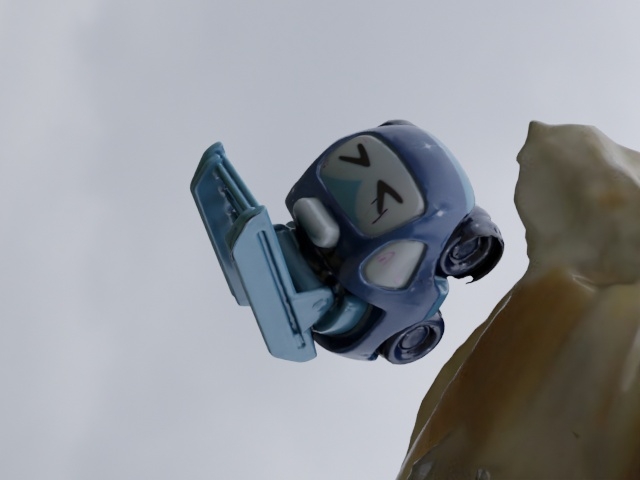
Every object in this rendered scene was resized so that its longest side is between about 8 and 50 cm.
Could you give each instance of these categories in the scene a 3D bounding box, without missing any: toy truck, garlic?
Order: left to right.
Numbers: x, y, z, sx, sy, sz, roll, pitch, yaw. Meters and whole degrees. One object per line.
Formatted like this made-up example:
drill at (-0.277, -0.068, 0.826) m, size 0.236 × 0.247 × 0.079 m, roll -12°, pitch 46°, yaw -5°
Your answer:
toy truck at (0.000, 0.000, 0.524) m, size 0.056 × 0.090 × 0.073 m, roll 54°, pitch -54°, yaw 35°
garlic at (0.160, 0.122, 0.715) m, size 0.313 × 0.286 × 0.249 m, roll 79°, pitch 22°, yaw -46°
